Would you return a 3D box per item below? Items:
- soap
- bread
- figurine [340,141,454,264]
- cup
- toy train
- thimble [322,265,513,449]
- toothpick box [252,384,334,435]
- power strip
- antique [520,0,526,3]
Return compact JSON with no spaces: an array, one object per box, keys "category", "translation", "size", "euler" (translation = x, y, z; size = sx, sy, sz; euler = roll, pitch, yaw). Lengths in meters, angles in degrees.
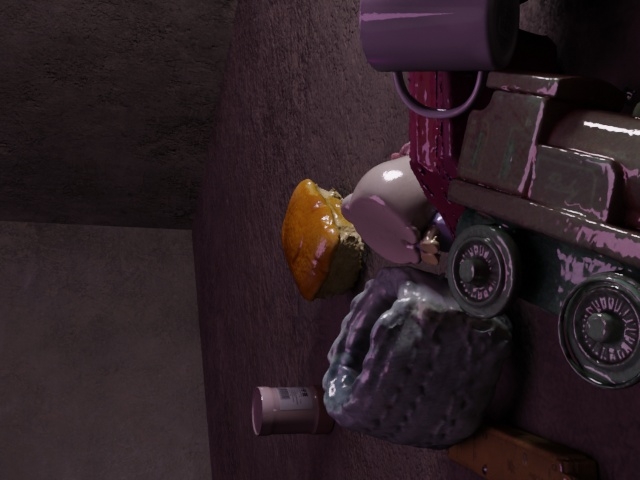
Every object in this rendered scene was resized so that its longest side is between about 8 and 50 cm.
[{"category":"soap","translation":[0.183,-0.106,0.832],"size":[0.099,0.162,0.250],"euler":[163,108,-63]},{"category":"bread","translation":[0.000,0.000,1.444],"size":[0.245,0.121,0.174],"euler":[-109,26,-53]},{"category":"figurine","translation":[0.153,-0.080,0.945],"size":[0.155,0.235,0.127],"euler":[17,142,45]},{"category":"cup","translation":[0.119,-0.200,0.736],"size":[0.099,0.133,0.136],"euler":[-62,-36,-34]},{"category":"toy train","translation":[0.234,-0.017,0.617],"size":[0.304,0.150,0.221],"euler":[29,112,53]},{"category":"thimble","translation":[0.111,0.142,0.927],"size":[0.250,0.172,0.205],"euler":[125,160,-50]},{"category":"toothpick box","translation":[-0.056,0.342,1.517],"size":[0.098,0.149,0.098],"euler":[-178,90,-72]},{"category":"power strip","translation":[0.219,0.248,0.855],"size":[0.305,0.044,0.064],"euler":[174,99,-73]},{"category":"antique","translation":[0.210,-0.366,0.758],"size":[0.322,0.185,0.255],"euler":[165,114,-72]}]
